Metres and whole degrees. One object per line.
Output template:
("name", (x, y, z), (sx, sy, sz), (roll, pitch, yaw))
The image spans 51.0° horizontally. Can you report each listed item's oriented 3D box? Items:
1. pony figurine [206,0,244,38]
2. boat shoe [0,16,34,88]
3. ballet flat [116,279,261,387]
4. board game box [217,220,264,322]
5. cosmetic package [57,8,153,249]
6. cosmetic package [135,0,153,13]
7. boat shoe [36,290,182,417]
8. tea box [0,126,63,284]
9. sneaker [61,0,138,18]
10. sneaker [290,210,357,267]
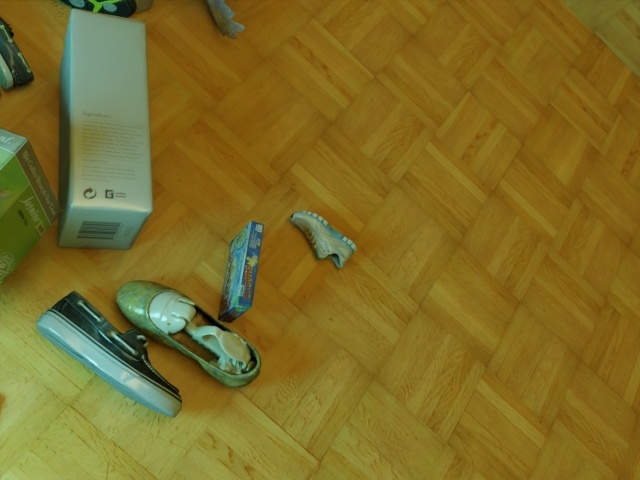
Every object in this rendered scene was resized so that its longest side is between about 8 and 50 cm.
("pony figurine", (-0.297, -0.742, 1.720), (0.363, 0.303, 0.351), (9, 39, -39))
("boat shoe", (-0.715, -0.447, 1.493), (0.068, 0.081, 0.228), (-25, 89, -35))
("ballet flat", (-0.266, 0.188, 1.420), (0.348, 0.123, 0.123), (39, 57, -13))
("board game box", (-0.179, 0.072, 1.516), (0.035, 0.136, 0.201), (17, 62, -21))
("cosmetic package", (-0.468, -0.230, 1.439), (0.161, 0.230, 0.454), (3, 69, -27))
("cosmetic package", (-0.504, -0.704, 1.695), (0.060, 0.099, 0.239), (-33, 87, -35))
("boat shoe", (-0.400, 0.222, 1.347), (0.335, 0.121, 0.119), (39, 62, -6))
("tea box", (-0.707, -0.058, 1.180), (0.328, 0.220, 0.324), (22, 59, 13))
("sneaker", (-0.611, -0.666, 1.598), (0.384, 0.145, 0.147), (24, 61, -18))
("sneaker", (0.000, 0.000, 1.680), (0.190, 0.071, 0.083), (34, 64, -10))
